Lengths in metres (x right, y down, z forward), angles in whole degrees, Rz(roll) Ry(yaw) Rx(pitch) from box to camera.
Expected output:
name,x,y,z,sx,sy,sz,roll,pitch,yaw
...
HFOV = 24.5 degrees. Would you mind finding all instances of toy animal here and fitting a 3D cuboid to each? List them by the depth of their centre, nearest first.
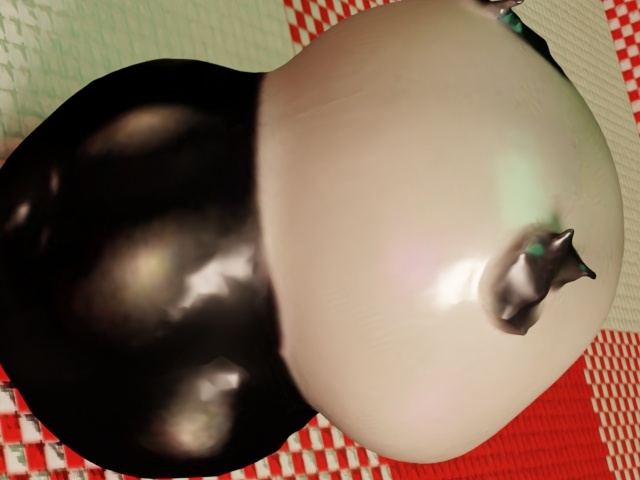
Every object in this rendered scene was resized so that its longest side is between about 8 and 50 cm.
name,x,y,z,sx,sy,sz,roll,pitch,yaw
toy animal,0.000,0.000,0.769,0.251,0.310,0.251,44,36,-44
